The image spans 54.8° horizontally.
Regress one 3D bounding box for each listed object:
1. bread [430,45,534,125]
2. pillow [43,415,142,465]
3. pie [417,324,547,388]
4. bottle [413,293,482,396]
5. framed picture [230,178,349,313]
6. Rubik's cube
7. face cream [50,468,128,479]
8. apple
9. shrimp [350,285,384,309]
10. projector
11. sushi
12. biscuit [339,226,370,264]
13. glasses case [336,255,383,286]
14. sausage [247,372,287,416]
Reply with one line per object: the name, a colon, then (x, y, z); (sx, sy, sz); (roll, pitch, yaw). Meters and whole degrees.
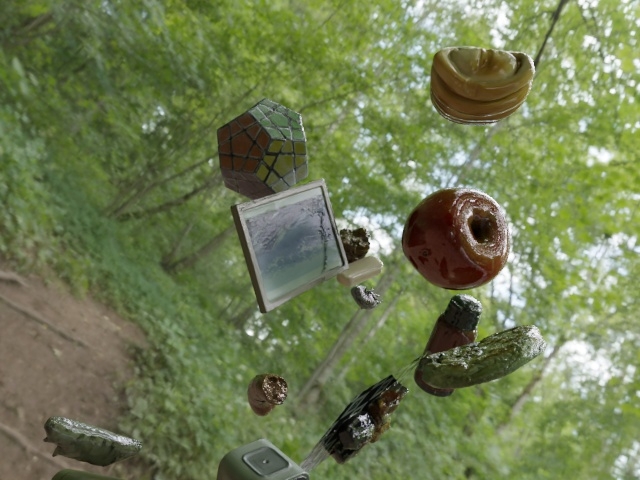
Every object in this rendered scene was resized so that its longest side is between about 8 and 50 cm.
bread: (0.286, -0.275, 1.135); (0.173, 0.121, 0.311); (8, 7, 10)
pillow: (-0.501, 0.446, 1.339); (0.241, 0.093, 0.051); (35, 8, -41)
pie: (0.364, 0.263, 1.396); (0.302, 0.302, 0.067); (-26, -97, 64)
bottle: (0.413, 0.327, 1.962); (0.144, 0.144, 0.336); (24, -64, 16)
framed picture: (-0.060, 0.000, 1.463); (0.022, 0.335, 0.247); (-11, -82, 38)
Rubik's cube: (-0.178, -0.276, 1.914); (0.264, 0.319, 0.319); (-6, -25, -3)
face cream: (-0.504, 0.567, 1.374); (0.341, 0.137, 0.084); (-13, -80, 46)
apple: (0.327, -0.002, 1.518); (0.260, 0.260, 0.216); (37, -32, -15)
shrimp: (0.131, 0.161, 1.720); (0.056, 0.065, 0.165); (-27, -19, 18)
projector: (-0.072, 0.307, 0.761); (0.083, 0.083, 0.082); (-7, 22, -43)
sushi: (0.098, 0.432, 1.404); (0.064, 0.343, 0.359); (44, 27, 22)
biscuit: (-0.002, 0.015, 2.383); (0.366, 0.115, 0.268); (25, -54, -23)
glasses case: (0.148, 0.115, 2.325); (0.083, 0.196, 0.050); (40, -44, 39)
sausage: (-0.149, 0.409, 1.656); (0.103, 0.076, 0.302); (57, -21, 11)
